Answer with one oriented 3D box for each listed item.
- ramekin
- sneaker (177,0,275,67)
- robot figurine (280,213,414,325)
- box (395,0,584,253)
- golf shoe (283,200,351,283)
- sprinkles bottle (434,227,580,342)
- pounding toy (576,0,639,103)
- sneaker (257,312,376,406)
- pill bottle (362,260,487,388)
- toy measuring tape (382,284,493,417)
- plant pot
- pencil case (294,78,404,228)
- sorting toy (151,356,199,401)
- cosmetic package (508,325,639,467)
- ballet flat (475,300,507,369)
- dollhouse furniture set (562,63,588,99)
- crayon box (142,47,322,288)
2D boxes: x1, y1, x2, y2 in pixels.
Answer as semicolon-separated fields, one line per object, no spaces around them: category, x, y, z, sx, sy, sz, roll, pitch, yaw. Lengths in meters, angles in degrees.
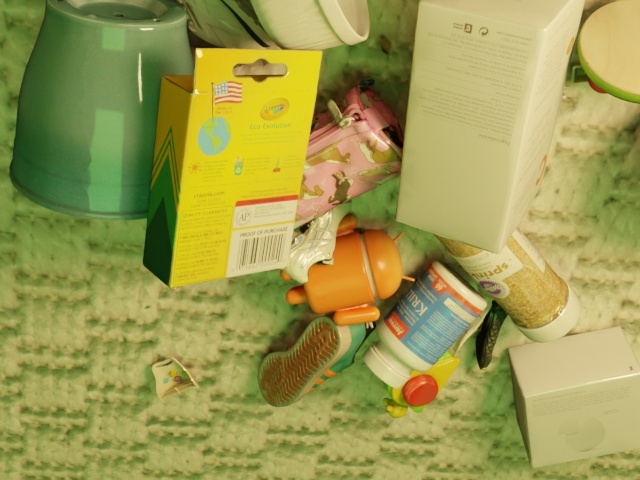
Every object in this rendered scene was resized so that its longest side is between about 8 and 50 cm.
ramekin;-0.022;-0.343;1.131;0.109;0.207;0.207;-15;128;18
sneaker;-0.162;-0.336;1.200;0.095;0.090;0.235;-27;124;27
robot figurine;0.045;0.054;1.484;0.220;0.158;0.128;-14;143;6
box;0.237;-0.193;1.225;0.168;0.215;0.345;19;130;21
golf shoe;0.000;0.000;1.426;0.086;0.176;0.069;49;158;-2
sprinkles bottle;0.313;0.034;1.495;0.121;0.121;0.355;-34;122;20
pounding toy;0.475;-0.253;1.243;0.237;0.183;0.110;-22;150;-10
sneaker;-0.005;0.223;1.622;0.121;0.108;0.302;-9;157;-41
pill bottle;0.179;0.154;1.541;0.124;0.124;0.221;35;100;-27
toy measuring tape;0.202;0.208;1.631;0.121;0.121;0.330;21;115;-19
plant pot;-0.285;-0.202;1.188;0.272;0.271;0.255;5;120;-9
pencil case;-0.054;-0.094;1.344;0.386;0.160;0.167;-28;119;17
sorting toy;-0.286;0.260;1.674;0.083;0.045;0.075;-21;119;12
cosmetic package;0.502;0.309;1.708;0.224;0.138;0.224;-12;129;5
ballet flat;0.328;0.184;1.650;0.049;0.057;0.173;-1;128;-9
dollhouse furniture set;0.393;-0.256;1.301;0.114;0.081;0.091;-6;128;0
crayon box;-0.117;-0.106;1.155;0.202;0.081;0.318;-8;119;-39
